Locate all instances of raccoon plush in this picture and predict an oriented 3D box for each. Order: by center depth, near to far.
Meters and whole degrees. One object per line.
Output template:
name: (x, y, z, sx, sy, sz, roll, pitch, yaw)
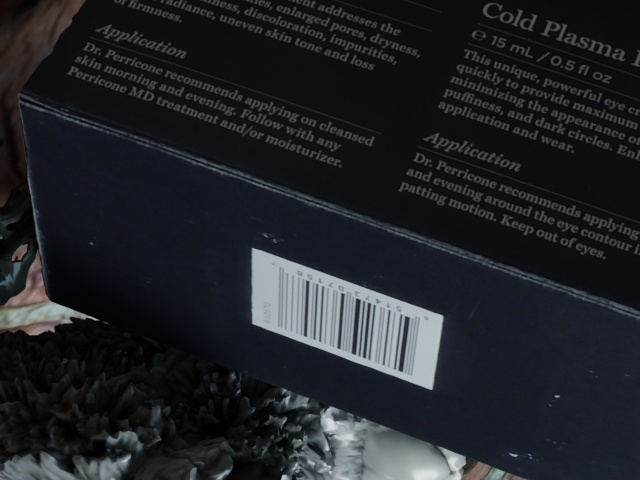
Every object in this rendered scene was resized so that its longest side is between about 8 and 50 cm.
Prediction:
raccoon plush: (-0.130, 0.061, 1.094, 0.216, 0.446, 0.299, -57, -175, 40)

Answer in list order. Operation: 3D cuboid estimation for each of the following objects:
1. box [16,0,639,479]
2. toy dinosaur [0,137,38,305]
box: (0.075, -0.077, 0.984, 0.179, 0.343, 0.312, 93, 20, -56)
toy dinosaur: (-0.225, -0.060, 0.935, 0.322, 0.164, 0.218, -21, 136, 2)
